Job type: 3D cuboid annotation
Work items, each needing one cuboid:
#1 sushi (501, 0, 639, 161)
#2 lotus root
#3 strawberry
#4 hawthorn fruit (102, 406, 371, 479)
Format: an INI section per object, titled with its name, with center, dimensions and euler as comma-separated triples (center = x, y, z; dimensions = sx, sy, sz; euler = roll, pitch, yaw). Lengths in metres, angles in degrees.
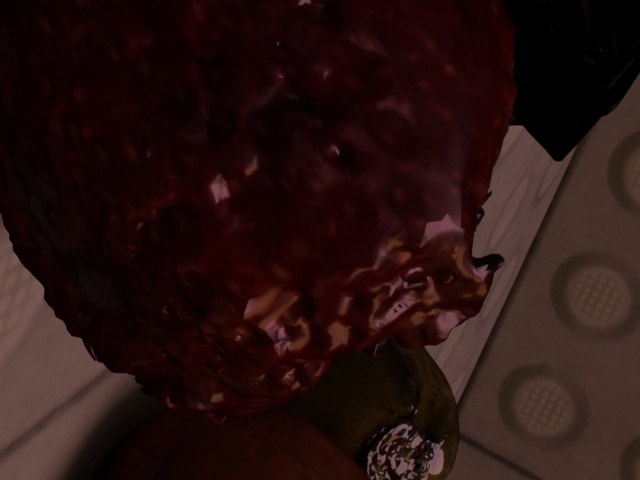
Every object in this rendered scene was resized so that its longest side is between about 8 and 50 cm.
[sushi]
center = 0.096, -0.177, 0.909
dimensions = 0.215, 0.227, 0.212
euler = -48, 169, -28
[lotus root]
center = 0.023, 0.115, 1.349
dimensions = 0.278, 0.154, 0.154
euler = -113, -140, -56
[strawberry]
center = -0.042, -0.067, 0.676
dimensions = 0.274, 0.220, 0.274
euler = -46, -149, 39
[hawthorn fruit]
center = -0.039, 0.267, 1.156
dimensions = 0.276, 0.307, 0.276
euler = -58, -178, 3
